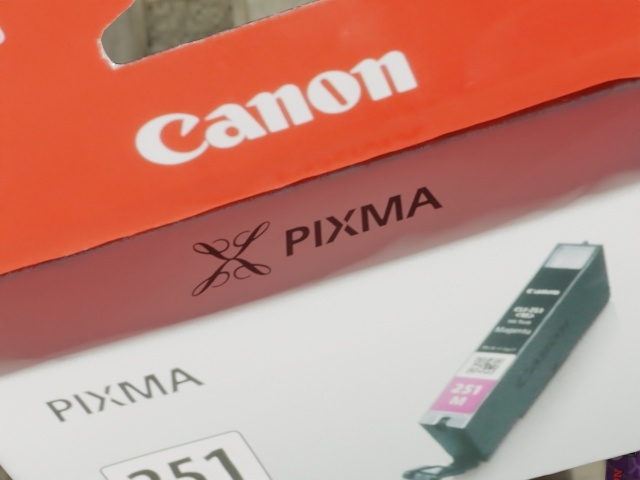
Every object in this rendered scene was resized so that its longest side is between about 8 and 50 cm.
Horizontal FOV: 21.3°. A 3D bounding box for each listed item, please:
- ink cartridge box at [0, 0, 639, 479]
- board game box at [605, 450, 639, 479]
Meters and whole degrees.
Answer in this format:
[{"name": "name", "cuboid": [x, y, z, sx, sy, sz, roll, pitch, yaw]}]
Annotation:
[{"name": "ink cartridge box", "cuboid": [0.000, 0.000, 0.561, 0.060, 0.275, 0.239, -94, 162, -44]}, {"name": "board game box", "cuboid": [0.368, 0.184, 1.491, 0.347, 0.056, 0.208, 12, 77, -44]}]
